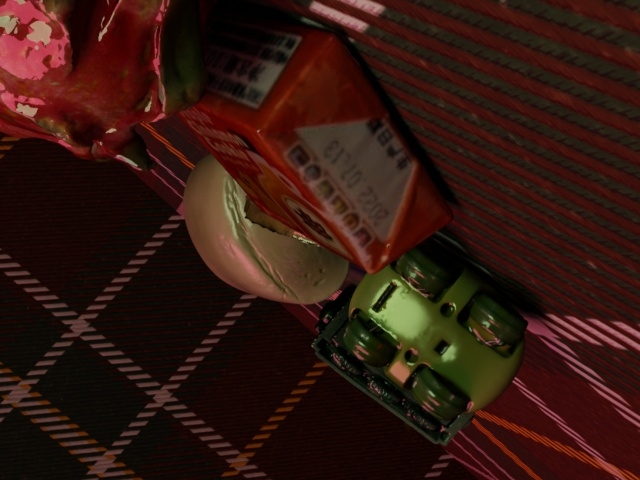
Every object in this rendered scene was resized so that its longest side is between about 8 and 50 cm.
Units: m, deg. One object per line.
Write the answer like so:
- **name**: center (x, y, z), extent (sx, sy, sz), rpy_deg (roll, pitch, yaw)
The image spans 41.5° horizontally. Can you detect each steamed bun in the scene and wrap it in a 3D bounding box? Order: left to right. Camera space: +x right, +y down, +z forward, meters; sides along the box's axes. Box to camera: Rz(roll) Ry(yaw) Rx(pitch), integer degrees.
- **steamed bun**: center (-0.084, -0.014, 1.168), extent (0.250, 0.155, 0.200), rpy_deg (52, 164, -18)

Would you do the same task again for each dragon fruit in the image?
- **dragon fruit**: center (-0.188, -0.192, 0.648), extent (0.231, 0.237, 0.302), rpy_deg (25, 157, -20)

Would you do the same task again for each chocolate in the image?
- **chocolate**: center (-0.025, -0.095, 0.788), extent (0.237, 0.108, 0.235), rpy_deg (32, 166, 49)

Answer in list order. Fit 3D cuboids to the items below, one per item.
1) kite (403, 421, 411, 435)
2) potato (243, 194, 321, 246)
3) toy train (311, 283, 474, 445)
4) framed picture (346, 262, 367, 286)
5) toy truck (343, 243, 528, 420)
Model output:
- **kite**: center (0.150, 0.298, 1.502), extent (0.190, 0.010, 0.159), rpy_deg (34, -162, -5)
- **potato**: center (0.004, -0.042, 0.983), extent (0.164, 0.081, 0.200), rpy_deg (8, -167, -45)
- **toy train**: center (0.129, 0.202, 1.463), extent (0.330, 0.138, 0.178), rpy_deg (38, -174, -13)
- **framed picture**: center (0.000, 0.000, 1.362), extent (0.232, 0.024, 0.315), rpy_deg (48, 168, -34)
- **toy truck**: center (0.127, 0.086, 0.940), extent (0.187, 0.148, 0.210), rpy_deg (34, -166, -3)
